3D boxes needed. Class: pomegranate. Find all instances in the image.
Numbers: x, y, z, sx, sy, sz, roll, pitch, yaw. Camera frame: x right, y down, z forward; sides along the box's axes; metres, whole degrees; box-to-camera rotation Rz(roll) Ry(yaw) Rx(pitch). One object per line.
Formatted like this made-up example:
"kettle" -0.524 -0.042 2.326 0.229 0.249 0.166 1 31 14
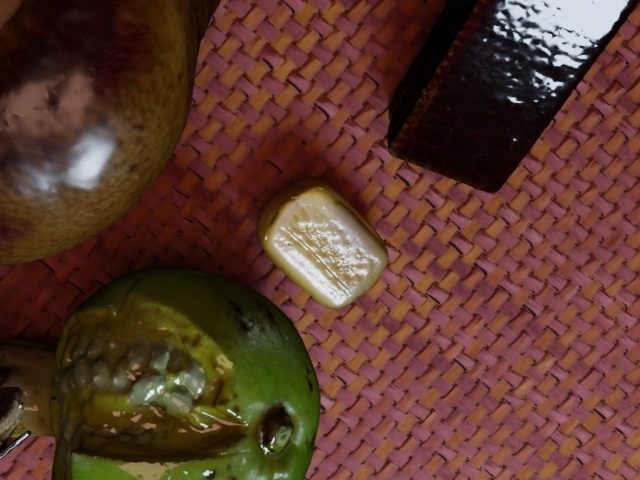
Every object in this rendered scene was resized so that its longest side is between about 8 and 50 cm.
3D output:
"pomegranate" -0.150 0.134 0.852 0.302 0.236 0.236 2 106 23

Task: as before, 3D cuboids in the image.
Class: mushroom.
"mushroom" -0.219 -0.152 0.720 0.345 0.345 0.259 -40 122 3

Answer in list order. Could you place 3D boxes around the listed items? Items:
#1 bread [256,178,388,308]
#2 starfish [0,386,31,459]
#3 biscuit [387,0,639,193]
"bread" 0.000 0.000 0.904 0.115 0.056 0.082 40 94 -22
"starfish" -0.332 0.087 0.683 0.303 0.113 0.312 28 116 -22
"biscuit" 0.171 -0.193 0.770 0.107 0.073 0.388 20 134 -11
